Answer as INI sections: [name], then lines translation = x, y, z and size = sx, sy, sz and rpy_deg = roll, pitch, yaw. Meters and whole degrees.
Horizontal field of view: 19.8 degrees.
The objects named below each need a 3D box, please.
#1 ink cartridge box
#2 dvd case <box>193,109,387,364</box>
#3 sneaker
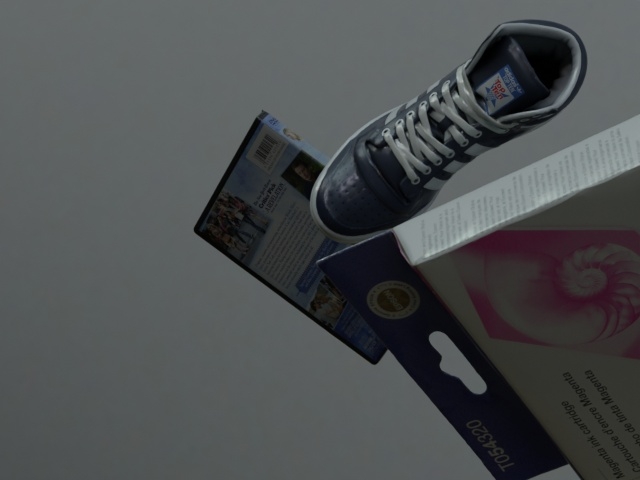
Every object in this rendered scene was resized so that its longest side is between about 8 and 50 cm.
[ink cartridge box]
translation = 0.217, 0.076, 1.461
size = 0.330, 0.071, 0.324
rpy_deg = -26, -54, 21
[dvd case]
translation = 0.000, 0.000, 1.947
size = 0.253, 0.022, 0.180
rpy_deg = 36, -52, 5
[sneaker]
translation = 0.115, -0.102, 1.625
size = 0.099, 0.282, 0.153
rpy_deg = 56, -9, 4
